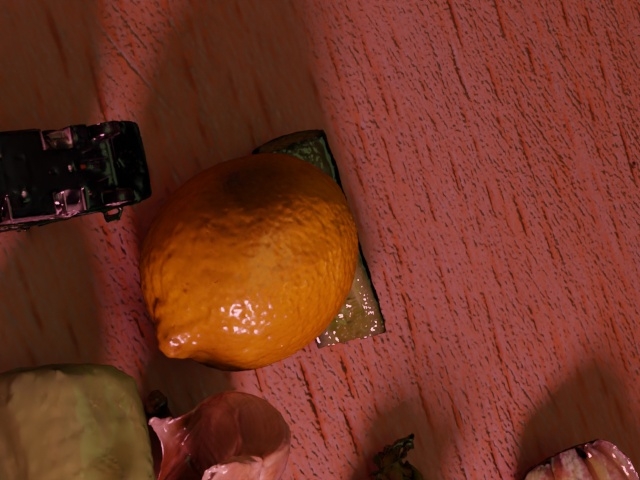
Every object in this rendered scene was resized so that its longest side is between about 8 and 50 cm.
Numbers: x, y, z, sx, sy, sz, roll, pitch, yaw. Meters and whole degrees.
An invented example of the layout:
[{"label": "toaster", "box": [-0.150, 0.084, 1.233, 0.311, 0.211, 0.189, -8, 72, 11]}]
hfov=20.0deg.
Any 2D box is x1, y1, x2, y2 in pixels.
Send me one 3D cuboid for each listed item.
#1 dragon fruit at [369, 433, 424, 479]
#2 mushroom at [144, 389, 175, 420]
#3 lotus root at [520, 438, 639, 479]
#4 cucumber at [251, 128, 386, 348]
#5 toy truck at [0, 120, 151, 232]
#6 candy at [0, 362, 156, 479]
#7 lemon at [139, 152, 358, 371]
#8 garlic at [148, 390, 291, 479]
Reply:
[{"label": "dragon fruit", "box": [0.090, 0.302, 1.765, 0.137, 0.135, 0.236, 30, 48, -25]}, {"label": "mushroom", "box": [-0.109, 0.188, 1.654, 0.129, 0.073, 0.088, 50, 59, -22]}, {"label": "lotus root", "box": [0.296, 0.376, 1.951, 0.167, 0.078, 0.329, -14, 94, -16]}, {"label": "cucumber", "box": [-0.002, 0.000, 1.783, 0.078, 0.062, 0.211, -18, 102, -5]}, {"label": "toy truck", "box": [-0.276, -0.047, 1.528, 0.259, 0.121, 0.088, -9, 87, -39]}, {"label": "candy", "box": [-0.203, 0.274, 1.525, 0.132, 0.142, 0.343, -3, 84, -26]}, {"label": "lemon", "box": [-0.063, 0.017, 1.648, 0.257, 0.188, 0.188, -46, 111, -37]}, {"label": "garlic", "box": [-0.097, 0.214, 1.575, 0.124, 0.099, 0.174, 27, 95, -53]}]
